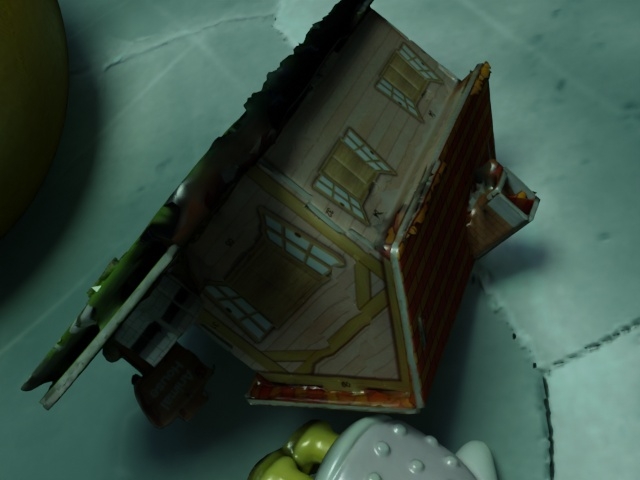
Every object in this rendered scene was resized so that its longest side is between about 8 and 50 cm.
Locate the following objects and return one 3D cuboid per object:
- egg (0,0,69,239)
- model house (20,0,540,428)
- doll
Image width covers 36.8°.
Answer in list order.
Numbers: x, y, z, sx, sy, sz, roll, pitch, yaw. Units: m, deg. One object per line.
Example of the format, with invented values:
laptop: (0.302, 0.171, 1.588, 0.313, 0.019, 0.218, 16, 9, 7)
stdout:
egg: (-0.314, -0.121, 0.650, 0.282, 0.283, 0.351, -15, 48, 13)
model house: (0.001, -0.001, 0.520, 0.207, 0.154, 0.294, -47, 8, 40)
doll: (0.062, 0.143, 0.445, 0.207, 0.081, 0.129, 25, 38, 29)
